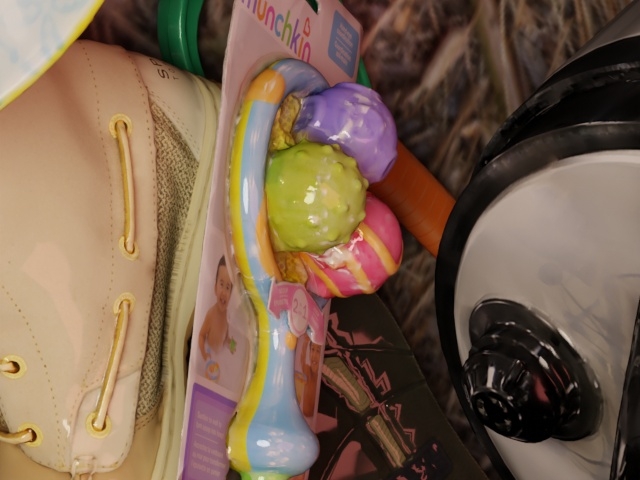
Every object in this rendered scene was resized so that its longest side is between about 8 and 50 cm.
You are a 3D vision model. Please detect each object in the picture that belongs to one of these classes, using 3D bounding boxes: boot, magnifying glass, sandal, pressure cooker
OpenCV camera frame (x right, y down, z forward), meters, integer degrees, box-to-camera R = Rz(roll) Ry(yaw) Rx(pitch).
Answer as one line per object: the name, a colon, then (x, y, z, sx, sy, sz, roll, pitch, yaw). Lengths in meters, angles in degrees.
boot: (-0.142, 0.030, 0.727, 0.203, 0.095, 0.262, 23, 78, -41)
magnifying glass: (0.008, -0.057, 0.895, 0.231, 0.026, 0.092, 43, 69, -34)
sandal: (0.024, 0.138, 0.905, 0.120, 0.086, 0.303, -28, 99, -30)
pressure cooker: (0.261, 0.027, 0.892, 0.420, 0.375, 0.370, -41, 102, -33)

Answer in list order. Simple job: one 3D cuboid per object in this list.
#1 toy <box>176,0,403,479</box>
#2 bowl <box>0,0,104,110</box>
toy: (0.000, 0.000, 0.787, 0.137, 0.056, 0.237, 38, 60, -65)
bowl: (-0.199, -0.168, 0.586, 0.289, 0.156, 0.289, -6, 125, -9)
